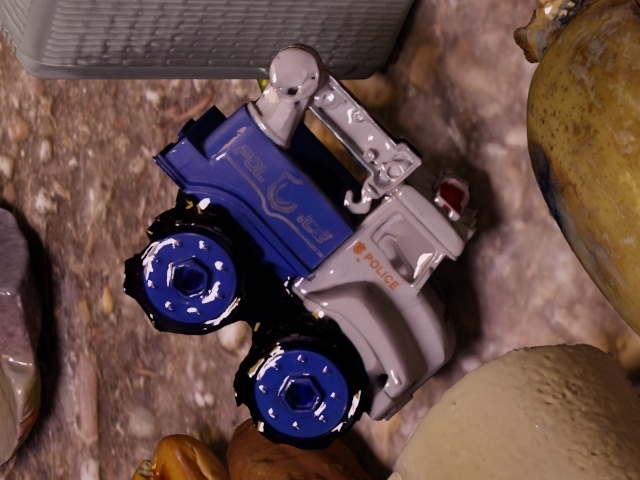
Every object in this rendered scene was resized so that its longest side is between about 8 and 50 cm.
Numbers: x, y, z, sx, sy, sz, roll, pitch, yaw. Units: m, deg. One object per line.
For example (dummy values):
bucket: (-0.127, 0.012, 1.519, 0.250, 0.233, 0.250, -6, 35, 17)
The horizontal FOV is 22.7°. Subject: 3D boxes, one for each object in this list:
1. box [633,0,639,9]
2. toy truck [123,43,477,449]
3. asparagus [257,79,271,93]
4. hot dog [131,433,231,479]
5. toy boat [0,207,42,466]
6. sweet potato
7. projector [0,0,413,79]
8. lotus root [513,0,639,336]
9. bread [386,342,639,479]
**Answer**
box: (0.231, -0.137, 0.591, 0.237, 0.070, 0.152, -33, 59, 9)
toy truck: (0.000, 0.000, 0.953, 0.177, 0.161, 0.213, -42, 98, 15)
asparagus: (-0.035, -0.125, 1.116, 0.025, 0.021, 0.108, -42, 61, 48)
hot dog: (-0.062, 0.250, 1.164, 0.100, 0.068, 0.249, -53, 54, 30)
toy boat: (-0.324, 0.093, 1.499, 0.276, 0.111, 0.293, 19, 123, 52)
sweet potato: (0.015, 0.194, 1.021, 0.354, 0.095, 0.106, 39, 166, 49)
projector: (-0.092, -0.181, 0.984, 0.192, 0.256, 0.099, 55, 135, 36)
lotus root: (0.167, -0.045, 0.743, 0.154, 0.154, 0.278, -59, 45, 40)
bread: (0.124, 0.150, 0.833, 0.148, 0.134, 0.141, -52, 48, 29)
